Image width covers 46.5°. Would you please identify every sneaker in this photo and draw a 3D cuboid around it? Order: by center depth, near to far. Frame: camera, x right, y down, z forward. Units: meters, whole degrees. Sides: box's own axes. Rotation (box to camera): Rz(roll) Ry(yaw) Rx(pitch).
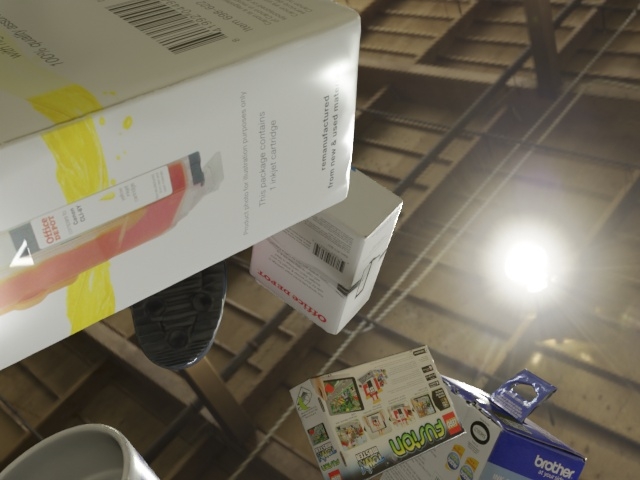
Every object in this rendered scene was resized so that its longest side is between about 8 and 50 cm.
[{"bbox_3d":[-0.173,0.021,0.915,0.112,0.131,0.319,-1,-120,-9],"label":"sneaker"}]

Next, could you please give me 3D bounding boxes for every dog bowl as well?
[{"bbox_3d":[-0.333,0.373,0.959,0.265,0.104,0.265,-21,-148,14],"label":"dog bowl"}]

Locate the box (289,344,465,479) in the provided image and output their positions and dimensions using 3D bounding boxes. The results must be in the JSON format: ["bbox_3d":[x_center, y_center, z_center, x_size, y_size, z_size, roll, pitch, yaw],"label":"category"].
[{"bbox_3d":[0.068,0.188,0.812,0.036,0.207,0.114,-36,-111,38],"label":"box"}]

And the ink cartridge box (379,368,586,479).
[{"bbox_3d":[0.212,0.370,1.099,0.395,0.151,0.270,-67,-165,1],"label":"ink cartridge box"}]

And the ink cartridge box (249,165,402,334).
[{"bbox_3d":[0.000,0.000,0.923,0.148,0.203,0.086,35,-127,16],"label":"ink cartridge box"}]

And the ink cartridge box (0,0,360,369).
[{"bbox_3d":[-0.206,-0.082,0.519,0.384,0.160,0.279,-28,-132,-32],"label":"ink cartridge box"}]
